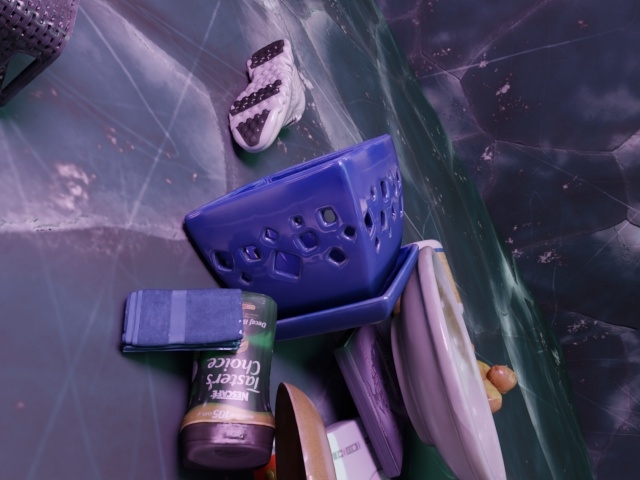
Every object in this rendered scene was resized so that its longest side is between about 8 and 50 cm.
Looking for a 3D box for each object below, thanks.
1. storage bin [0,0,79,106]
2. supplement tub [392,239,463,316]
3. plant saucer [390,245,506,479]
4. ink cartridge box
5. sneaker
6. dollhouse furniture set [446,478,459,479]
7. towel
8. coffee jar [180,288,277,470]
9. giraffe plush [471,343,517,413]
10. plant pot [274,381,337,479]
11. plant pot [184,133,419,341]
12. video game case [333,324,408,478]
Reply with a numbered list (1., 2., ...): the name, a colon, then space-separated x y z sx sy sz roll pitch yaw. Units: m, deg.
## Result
1. storage bin: -0.290 -0.231 0.465 0.084 0.122 0.180 31 44 -48
2. supplement tub: 0.215 0.113 1.075 0.144 0.144 0.200 8 63 -59
3. plant saucer: 0.193 0.211 0.820 0.400 0.100 0.401 -17 90 -74
4. ink cartridge box: 0.024 0.346 0.658 0.232 0.066 0.189 12 58 -62
5. sneaker: -0.075 -0.237 0.883 0.118 0.110 0.292 56 28 -37
6. dollhouse furniture set: 0.196 0.479 0.778 0.129 0.128 0.184 37 40 -44
7. towel: -0.139 0.081 0.522 0.029 0.119 0.067 100 -13 -55
8. coffee jar: -0.096 0.149 0.550 0.096 0.079 0.185 9 54 -17
9. giraffe plush: 0.316 0.283 1.134 0.170 0.181 0.210 46 38 6
10. plant pot: -0.014 0.257 0.490 0.236 0.032 0.237 177 -90 -77
11. plant pot: 0.000 0.000 0.701 0.212 0.235 0.236 68 26 -12
12. video game case: 0.094 0.228 0.836 0.196 0.026 0.274 67 13 1
